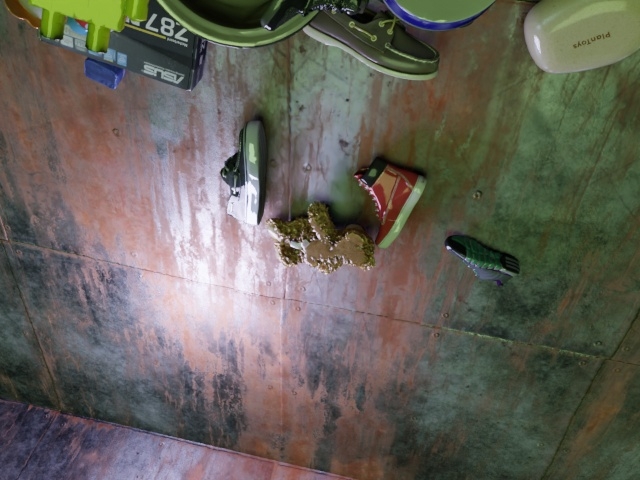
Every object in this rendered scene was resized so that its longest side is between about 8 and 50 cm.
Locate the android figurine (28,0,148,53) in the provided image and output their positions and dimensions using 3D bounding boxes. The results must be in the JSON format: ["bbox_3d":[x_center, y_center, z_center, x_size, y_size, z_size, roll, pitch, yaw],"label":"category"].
[{"bbox_3d":[-0.427,-0.488,1.081,0.248,0.056,0.273,15,117,-13],"label":"android figurine"}]

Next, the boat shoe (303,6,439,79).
[{"bbox_3d":[0.110,-0.443,1.272,0.324,0.116,0.097,29,136,14],"label":"boat shoe"}]

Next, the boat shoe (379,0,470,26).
[{"bbox_3d":[0.183,-0.522,1.234,0.302,0.091,0.114,16,130,2],"label":"boat shoe"}]

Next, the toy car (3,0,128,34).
[{"bbox_3d":[-0.520,-0.486,1.197,0.219,0.238,0.210,-4,128,41],"label":"toy car"}]

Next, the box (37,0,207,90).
[{"bbox_3d":[-0.447,-0.558,1.372,0.394,0.097,0.318,19,131,-2],"label":"box"}]

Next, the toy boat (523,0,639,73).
[{"bbox_3d":[0.520,-0.487,1.157,0.267,0.148,0.318,-9,133,27],"label":"toy boat"}]

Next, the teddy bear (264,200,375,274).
[{"bbox_3d":[0.000,0.000,1.704,0.337,0.113,0.245,-14,114,36],"label":"teddy bear"}]

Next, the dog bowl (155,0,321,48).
[{"bbox_3d":[-0.153,-0.592,1.162,0.407,0.150,0.408,-1,113,-3],"label":"dog bowl"}]

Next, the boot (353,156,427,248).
[{"bbox_3d":[0.153,-0.101,1.591,0.176,0.088,0.244,24,127,1],"label":"boot"}]

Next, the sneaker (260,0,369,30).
[{"bbox_3d":[0.001,-0.442,1.107,0.227,0.087,0.130,-38,104,7],"label":"sneaker"}]

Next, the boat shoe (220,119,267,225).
[{"bbox_3d":[-0.211,-0.171,1.601,0.119,0.121,0.335,10,132,2],"label":"boat shoe"}]

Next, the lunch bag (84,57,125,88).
[{"bbox_3d":[-0.544,-0.439,1.514,0.098,0.065,0.067,26,145,-7],"label":"lunch bag"}]

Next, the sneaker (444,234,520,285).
[{"bbox_3d":[0.429,0.066,1.650,0.223,0.083,0.098,24,135,-5],"label":"sneaker"}]

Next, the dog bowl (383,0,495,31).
[{"bbox_3d":[0.232,-0.538,1.130,0.264,0.104,0.265,1,102,4],"label":"dog bowl"}]
